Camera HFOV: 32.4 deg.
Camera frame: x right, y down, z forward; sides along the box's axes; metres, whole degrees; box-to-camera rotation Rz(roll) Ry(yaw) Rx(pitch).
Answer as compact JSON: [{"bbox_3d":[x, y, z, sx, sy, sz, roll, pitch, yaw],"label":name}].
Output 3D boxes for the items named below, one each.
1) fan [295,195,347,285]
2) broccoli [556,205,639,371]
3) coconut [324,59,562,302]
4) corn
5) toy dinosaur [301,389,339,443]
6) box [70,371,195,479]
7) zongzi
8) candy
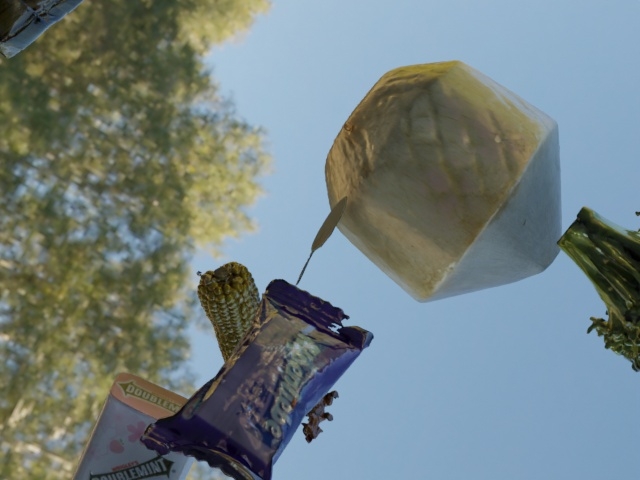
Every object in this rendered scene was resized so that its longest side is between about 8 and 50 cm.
[{"bbox_3d":[0.000,0.000,1.405,0.133,0.005,0.085,-60,-169,-12],"label":"fan"},{"bbox_3d":[0.455,0.037,1.543,0.263,0.243,0.247,-56,177,13],"label":"broccoli"},{"bbox_3d":[0.218,-0.084,1.828,0.415,0.415,0.344,-25,-163,46],"label":"coconut"},{"bbox_3d":[-0.131,0.167,1.887,0.102,0.313,0.102,-8,-141,7],"label":"corn"},{"bbox_3d":[-0.004,0.271,1.872,0.055,0.049,0.154,-28,-138,46],"label":"toy dinosaur"},{"bbox_3d":[-0.343,0.430,1.942,0.112,0.190,0.369,-71,-175,-70],"label":"box"},{"bbox_3d":[-0.515,-0.467,1.899,0.242,0.221,0.112,-39,-179,-8],"label":"zongzi"},{"bbox_3d":[-0.062,0.158,1.217,0.275,0.145,0.070,-50,163,-38],"label":"candy"}]
